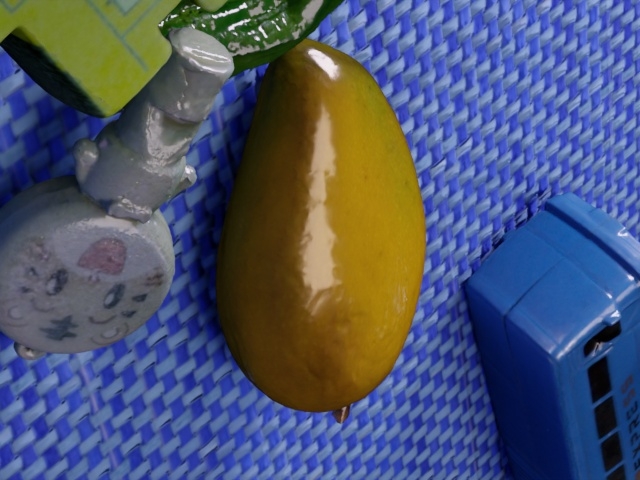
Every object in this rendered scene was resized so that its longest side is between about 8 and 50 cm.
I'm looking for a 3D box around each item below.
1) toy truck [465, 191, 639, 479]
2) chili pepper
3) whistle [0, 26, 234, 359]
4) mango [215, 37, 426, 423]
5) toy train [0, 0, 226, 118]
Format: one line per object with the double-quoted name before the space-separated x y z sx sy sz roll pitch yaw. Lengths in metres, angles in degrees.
"toy truck" 0.253 0.134 1.610 0.162 0.161 0.385 -36 140 -16
"chili pepper" -0.046 -0.164 1.106 0.257 0.100 0.074 -38 178 -30
"whistle" -0.133 -0.022 1.069 0.126 0.067 0.258 13 125 -33
"mango" 0.000 0.000 1.254 0.176 0.119 0.316 -22 121 -37
"toy train" -0.157 -0.250 0.841 0.272 0.179 0.442 -46 143 -5
